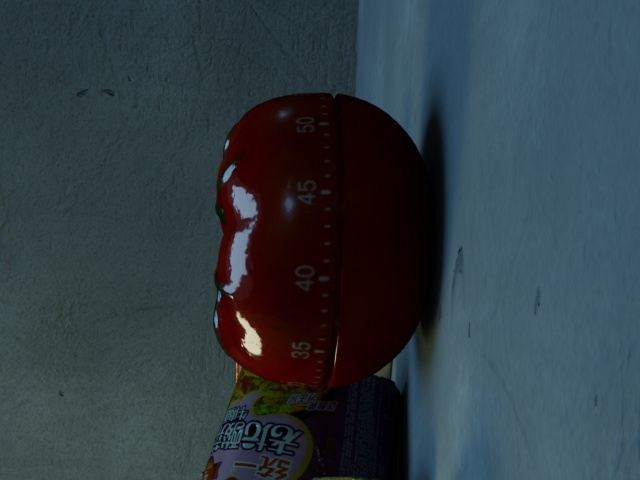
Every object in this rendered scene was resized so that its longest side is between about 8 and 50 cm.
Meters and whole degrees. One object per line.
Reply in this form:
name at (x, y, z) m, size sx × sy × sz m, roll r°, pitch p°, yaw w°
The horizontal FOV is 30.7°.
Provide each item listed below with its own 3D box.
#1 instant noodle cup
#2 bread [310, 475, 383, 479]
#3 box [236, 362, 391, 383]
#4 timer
instant noodle cup at (-0.028, 0.327, 1.739) m, size 0.340 × 0.340 × 0.266 m, roll 95°, pitch -175°, yaw -70°
bread at (0.038, 0.431, 1.434) m, size 0.185 × 0.114 × 0.275 m, roll -18°, pitch 62°, yaw 58°
box at (-0.008, 0.142, 1.923) m, size 0.048 × 0.265 × 0.273 m, roll -87°, pitch 1°, yaw -52°
timer at (0.000, 0.000, 1.492) m, size 0.378 × 0.279 × 0.378 m, roll -177°, pitch 90°, yaw -87°
